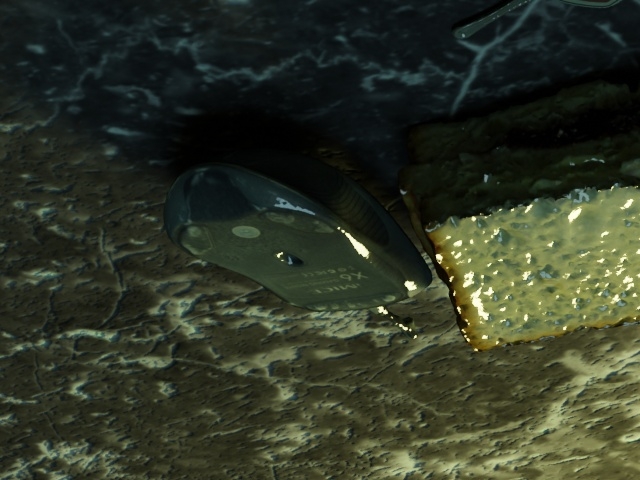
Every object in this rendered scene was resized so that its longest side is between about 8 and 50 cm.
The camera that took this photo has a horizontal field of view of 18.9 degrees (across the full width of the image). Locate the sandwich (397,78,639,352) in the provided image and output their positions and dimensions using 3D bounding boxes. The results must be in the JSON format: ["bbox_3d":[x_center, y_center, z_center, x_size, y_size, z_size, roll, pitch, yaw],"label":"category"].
[{"bbox_3d":[0.252,-0.029,1.722,0.325,0.131,0.262,-12,147,11],"label":"sandwich"}]

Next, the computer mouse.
[{"bbox_3d":[0.000,0.000,1.740,0.167,0.090,0.379,-6,153,29],"label":"computer mouse"}]

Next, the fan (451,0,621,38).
[{"bbox_3d":[0.195,-0.212,1.527,0.220,0.009,0.132,-27,143,28],"label":"fan"}]
